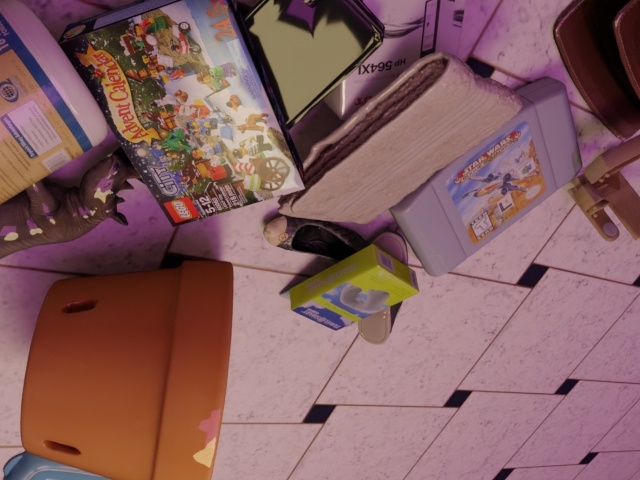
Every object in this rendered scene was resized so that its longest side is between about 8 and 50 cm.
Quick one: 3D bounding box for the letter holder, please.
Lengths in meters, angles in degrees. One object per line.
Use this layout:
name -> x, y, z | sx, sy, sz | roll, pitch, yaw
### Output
letter holder -> 0.485, -0.244, 0.868 | 0.214, 0.152, 0.302 | -45, 133, 14

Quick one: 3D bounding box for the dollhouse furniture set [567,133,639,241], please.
dollhouse furniture set -> 0.474, -0.071, 0.967 | 0.144, 0.123, 0.151 | -26, 164, -17

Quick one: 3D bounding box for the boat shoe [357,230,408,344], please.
boat shoe -> 0.100, 0.067, 0.999 | 0.065, 0.075, 0.206 | -47, 149, -53

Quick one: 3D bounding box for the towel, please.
towel -> 0.089, -0.109, 0.764 | 0.282, 0.049, 0.187 | -36, 156, 33

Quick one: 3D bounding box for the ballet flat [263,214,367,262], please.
ballet flat -> 0.000, 0.000, 0.884 | 0.173, 0.049, 0.057 | 11, 119, -34

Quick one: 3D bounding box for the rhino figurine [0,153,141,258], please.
rhino figurine -> -0.301, -0.038, 0.681 | 0.244, 0.073, 0.106 | -16, 126, -13

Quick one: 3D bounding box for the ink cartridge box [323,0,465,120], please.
ink cartridge box -> 0.076, -0.248, 0.696 | 0.148, 0.086, 0.203 | -14, 131, -16

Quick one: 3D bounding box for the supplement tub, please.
supplement tub -> -0.309, -0.102, 0.555 | 0.200, 0.144, 0.144 | -36, 135, -14

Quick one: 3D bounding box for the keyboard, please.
keyboard -> -0.110, -0.172, 0.655 | 0.317, 0.033, 0.202 | -38, 125, 24

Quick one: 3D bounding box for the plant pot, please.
plant pot -> -0.225, 0.155, 0.761 | 0.204, 0.290, 0.290 | 9, 123, -12

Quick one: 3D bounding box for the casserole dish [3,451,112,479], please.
casserole dish -> -0.399, 0.377, 0.996 | 0.188, 0.037, 0.114 | 29, 110, -41

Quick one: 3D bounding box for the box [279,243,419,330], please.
box -> 0.040, 0.077, 0.930 | 0.178, 0.042, 0.109 | -30, 139, 29

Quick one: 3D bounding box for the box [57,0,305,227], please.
box -> -0.126, -0.129, 0.641 | 0.159, 0.044, 0.233 | -16, 131, 8

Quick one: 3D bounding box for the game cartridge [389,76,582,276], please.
game cartridge -> 0.243, -0.091, 0.923 | 0.297, 0.062, 0.198 | -37, 139, 0
